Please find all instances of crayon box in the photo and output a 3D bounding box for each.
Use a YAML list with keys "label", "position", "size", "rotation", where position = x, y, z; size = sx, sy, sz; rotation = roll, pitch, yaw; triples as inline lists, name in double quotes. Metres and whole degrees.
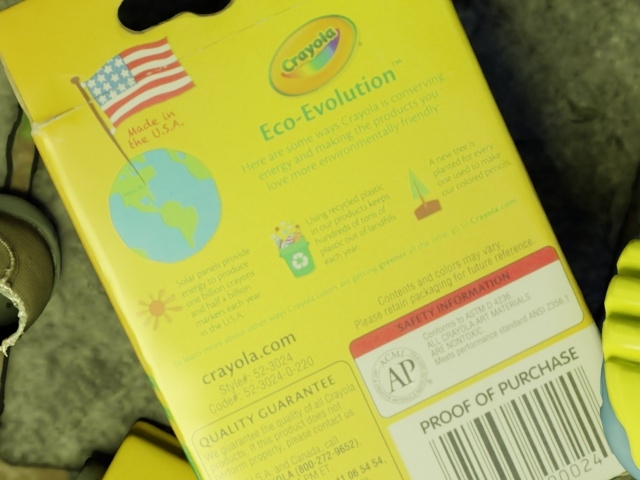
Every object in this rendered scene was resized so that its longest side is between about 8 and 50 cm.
- label: "crayon box"
  position: [0.000, 0.000, 0.835]
  size: [0.202, 0.081, 0.319]
  rotation: [-25, 98, -6]

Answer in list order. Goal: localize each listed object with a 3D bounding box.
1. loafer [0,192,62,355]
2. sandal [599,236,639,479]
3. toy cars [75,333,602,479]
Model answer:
- label: "loafer"
  position: [-0.250, 0.025, 0.850]
  size: [0.251, 0.087, 0.094]
  rotation: [-8, 114, -9]
- label: "sandal"
  position: [0.227, 0.015, 0.865]
  size: [0.126, 0.317, 0.138]
  rotation: [21, 138, 23]
- label: "toy cars"
  position: [-0.009, 0.156, 0.926]
  size: [0.393, 0.087, 0.176]
  rotation: [-22, 90, -2]
